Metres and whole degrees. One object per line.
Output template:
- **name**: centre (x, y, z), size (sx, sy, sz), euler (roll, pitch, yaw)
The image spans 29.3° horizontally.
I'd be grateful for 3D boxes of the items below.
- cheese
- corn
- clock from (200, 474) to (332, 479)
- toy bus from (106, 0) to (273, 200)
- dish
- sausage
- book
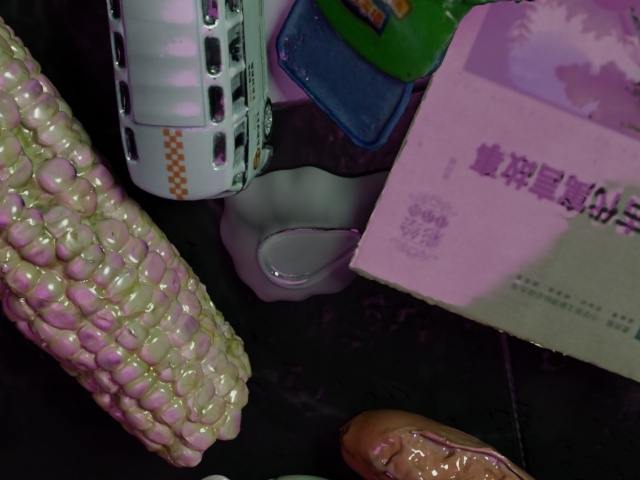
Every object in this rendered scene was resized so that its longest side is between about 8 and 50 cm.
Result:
- **cheese**: centre (0.065, -0.185, 0.612), size (0.204, 0.083, 0.320), euler (47, 129, 20)
- **corn**: centre (-0.162, -0.004, 0.753), size (0.126, 0.126, 0.335), euler (-33, 107, 25)
- **clock**: centre (-0.012, 0.233, 0.868), size (0.191, 0.062, 0.151), euler (20, 119, 3)
- **toy bus**: centre (-0.075, -0.109, 0.695), size (0.087, 0.089, 0.194), euler (5, 118, 11)
- **dish**: centre (0.000, 0.000, 0.761), size (0.137, 0.039, 0.091), euler (-12, 113, 17)
- **sausage**: centre (0.138, 0.199, 0.769), size (0.304, 0.078, 0.078), euler (39, 121, 20)
- **book**: centre (0.163, -0.070, 0.680), size (0.215, 0.025, 0.283), euler (21, 110, 0)
